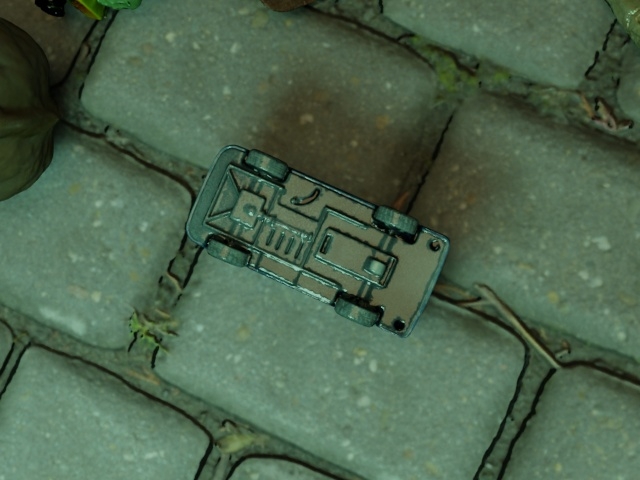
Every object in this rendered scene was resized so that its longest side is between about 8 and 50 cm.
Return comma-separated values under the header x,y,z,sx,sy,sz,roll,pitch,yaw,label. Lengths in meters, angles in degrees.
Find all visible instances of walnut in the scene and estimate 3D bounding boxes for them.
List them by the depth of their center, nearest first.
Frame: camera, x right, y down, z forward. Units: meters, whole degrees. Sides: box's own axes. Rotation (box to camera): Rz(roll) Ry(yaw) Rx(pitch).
x,y,z,sx,sy,sz,roll,pitch,yaw,label
-0.377,-0.138,1.171,0.224,0.224,0.224,-1,85,8,walnut

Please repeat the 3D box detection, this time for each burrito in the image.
x,y,z,sx,sy,sz,roll,pitch,yaw,label
0.319,-0.243,1.158,0.055,0.041,0.149,-23,79,-8,burrito

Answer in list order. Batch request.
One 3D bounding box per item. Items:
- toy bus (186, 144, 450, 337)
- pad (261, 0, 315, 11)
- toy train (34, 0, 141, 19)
x,y,z,sx,sy,sz,roll,pitch,yaw,label
0.000,0.000,1.137,0.246,0.134,0.113,24,91,8,toy bus
-0.093,-0.348,1.160,0.323,0.055,0.250,-23,93,-28,pad
-0.222,-0.378,1.215,0.160,0.100,0.296,11,87,7,toy train
